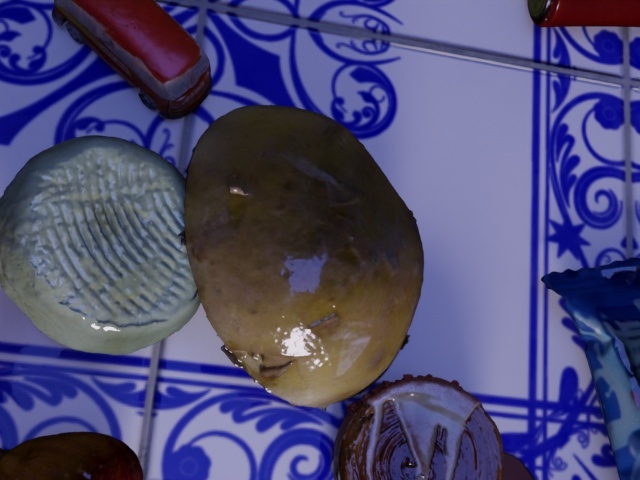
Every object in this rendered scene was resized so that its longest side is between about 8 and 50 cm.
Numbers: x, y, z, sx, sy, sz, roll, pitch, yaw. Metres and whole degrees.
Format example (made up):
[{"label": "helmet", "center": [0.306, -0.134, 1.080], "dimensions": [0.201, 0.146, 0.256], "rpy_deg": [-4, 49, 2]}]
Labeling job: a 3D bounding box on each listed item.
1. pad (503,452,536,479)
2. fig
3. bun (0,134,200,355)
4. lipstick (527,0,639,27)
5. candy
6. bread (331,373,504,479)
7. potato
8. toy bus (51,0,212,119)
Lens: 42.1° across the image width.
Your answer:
[{"label": "pad", "center": [0.195, 0.357, 0.801], "dimensions": [0.181, 0.004, 0.267], "rpy_deg": [-34, 85, -18]}, {"label": "fig", "center": [-0.226, 0.221, 0.709], "dimensions": [0.119, 0.153, 0.119], "rpy_deg": [10, 78, -53]}, {"label": "bun", "center": [-0.194, 0.009, 0.743], "dimensions": [0.195, 0.118, 0.195], "rpy_deg": [12, 65, -28]}, {"label": "lipstick", "center": [0.362, -0.284, 0.965], "dimensions": [0.241, 0.080, 0.080], "rpy_deg": [-2, 76, -12]}, {"label": "candy", "center": [0.350, 0.176, 0.845], "dimensions": [0.187, 0.077, 0.331], "rpy_deg": [-6, 75, -16]}, {"label": "bread", "center": [0.091, 0.205, 0.779], "dimensions": [0.160, 0.073, 0.161], "rpy_deg": [1, 74, -5]}, {"label": "potato", "center": [0.000, 0.000, 0.753], "dimensions": [0.239, 0.116, 0.299], "rpy_deg": [-8, 79, -35]}, {"label": "toy bus", "center": [-0.183, -0.203, 0.825], "dimensions": [0.174, 0.077, 0.079], "rpy_deg": [43, 72, 1]}]
